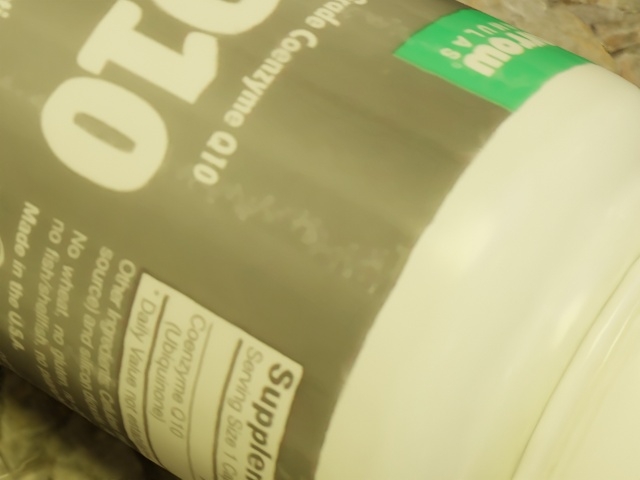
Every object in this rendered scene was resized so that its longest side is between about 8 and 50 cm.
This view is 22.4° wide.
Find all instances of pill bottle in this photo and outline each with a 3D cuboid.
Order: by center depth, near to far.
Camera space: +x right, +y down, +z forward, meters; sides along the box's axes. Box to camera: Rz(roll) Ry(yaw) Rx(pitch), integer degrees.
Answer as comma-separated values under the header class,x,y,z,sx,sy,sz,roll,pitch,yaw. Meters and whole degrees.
class,x,y,z,sx,sy,sz,roll,pitch,yaw
pill bottle,0.000,0.000,0.598,0.361,0.204,0.204,28,50,20
